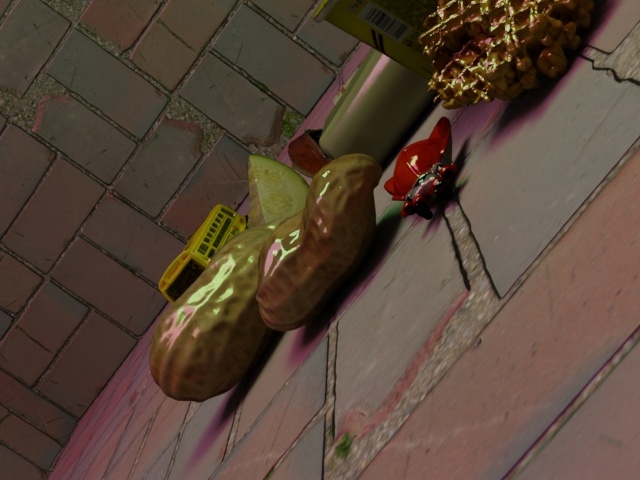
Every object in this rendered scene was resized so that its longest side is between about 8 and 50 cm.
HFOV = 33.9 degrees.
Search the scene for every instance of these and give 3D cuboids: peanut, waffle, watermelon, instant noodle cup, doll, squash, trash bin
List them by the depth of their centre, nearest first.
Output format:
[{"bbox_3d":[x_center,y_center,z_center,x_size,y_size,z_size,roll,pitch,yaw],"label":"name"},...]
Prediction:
[{"bbox_3d":[0.186,-0.220,1.064,0.193,0.070,0.197,-2,58,50],"label":"waffle"},{"bbox_3d":[0.109,-0.072,1.129,0.109,0.057,0.169,-50,8,16],"label":"doll"},{"bbox_3d":[0.000,0.000,1.270,0.233,0.110,0.196,-50,4,24],"label":"peanut"},{"bbox_3d":[0.165,-0.325,1.276,0.311,0.221,0.311,-51,9,12],"label":"instant noodle cup"},{"bbox_3d":[-0.114,0.091,1.466,0.325,0.140,0.153,-51,-37,-36],"label":"peanut"},{"bbox_3d":[0.109,-0.235,1.600,0.247,0.121,0.243,-55,7,18],"label":"trash bin"},{"bbox_3d":[0.002,-0.149,1.818,0.245,0.119,0.063,127,166,-80],"label":"watermelon"},{"bbox_3d":[-0.066,-0.079,1.910,0.289,0.111,0.203,148,123,-77],"label":"squash"}]

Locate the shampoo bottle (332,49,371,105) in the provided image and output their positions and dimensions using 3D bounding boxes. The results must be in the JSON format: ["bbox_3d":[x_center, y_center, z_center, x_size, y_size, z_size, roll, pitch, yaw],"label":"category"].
[{"bbox_3d":[0.132,-0.373,2.152,0.284,0.071,0.153,-55,10,7],"label":"shampoo bottle"}]

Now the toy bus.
[{"bbox_3d":[-0.215,0.059,2.077,0.144,0.152,0.330,-49,10,25],"label":"toy bus"}]
